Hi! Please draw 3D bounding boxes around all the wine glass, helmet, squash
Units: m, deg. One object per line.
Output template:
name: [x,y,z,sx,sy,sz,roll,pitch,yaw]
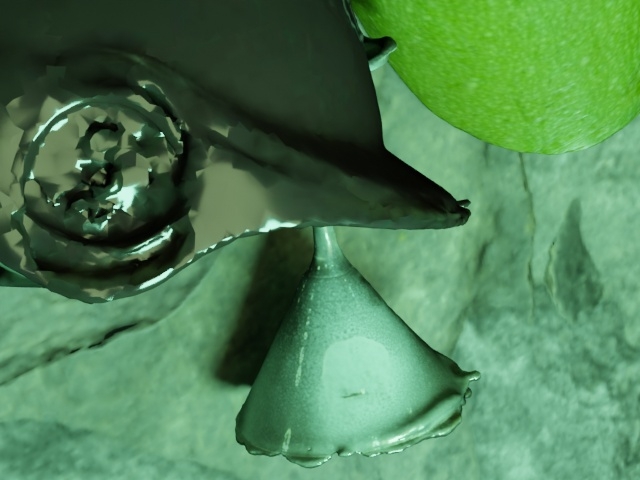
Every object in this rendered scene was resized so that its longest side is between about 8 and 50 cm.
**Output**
wine glass: [0.000,0.000,0.666,0.122,0.122,0.183,-19,108,-27]
helmet: [-0.103,-0.076,0.494,0.305,0.225,0.177,-7,95,-7]
squash: [0.089,-0.161,0.722,0.189,0.189,0.260,-54,161,-7]
